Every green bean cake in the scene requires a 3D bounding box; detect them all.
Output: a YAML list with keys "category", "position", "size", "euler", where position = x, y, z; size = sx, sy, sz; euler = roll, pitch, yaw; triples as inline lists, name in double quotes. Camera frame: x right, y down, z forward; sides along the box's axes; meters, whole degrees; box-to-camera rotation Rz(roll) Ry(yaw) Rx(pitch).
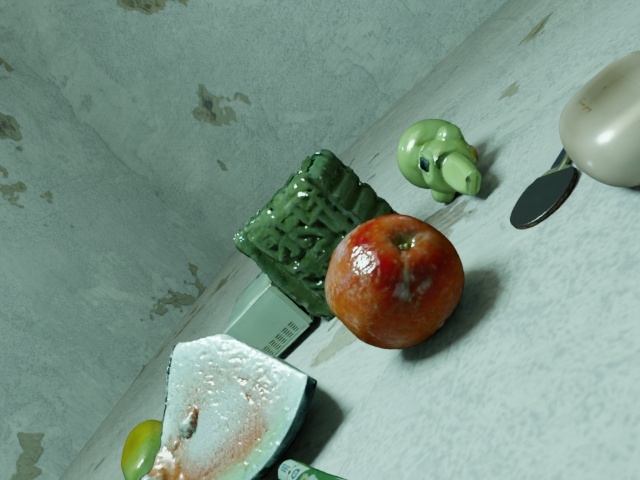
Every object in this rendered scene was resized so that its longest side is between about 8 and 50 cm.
- category: "green bean cake"
  position: [0.000, 0.000, 1.071]
  size: [0.255, 0.241, 0.132]
  euler: [-40, 17, 34]

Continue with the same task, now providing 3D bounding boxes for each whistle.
- category: "whistle"
  position: [0.233, -0.140, 1.067]
  size: [0.141, 0.141, 0.294]
  euler: [-47, 29, 1]

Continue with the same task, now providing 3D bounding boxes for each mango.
- category: "mango"
  position: [-0.376, 0.462, 1.294]
  size: [0.130, 0.092, 0.195]
  euler: [-44, 15, 8]

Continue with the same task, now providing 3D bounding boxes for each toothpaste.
- category: "toothpaste"
  position: [-0.008, 0.274, 0.672]
  size: [0.049, 0.031, 0.204]
  euler: [-52, 13, -23]

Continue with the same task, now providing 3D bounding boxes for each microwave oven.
- category: "microwave oven"
  position: [-0.092, 0.141, 1.234]
  size: [0.163, 0.129, 0.205]
  euler: [-47, 10, 14]

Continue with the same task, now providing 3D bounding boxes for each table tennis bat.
- category: "table tennis bat"
  position: [0.298, -0.076, 0.779]
  size: [0.158, 0.014, 0.095]
  euler: [-53, 11, -20]

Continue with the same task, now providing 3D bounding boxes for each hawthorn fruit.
- category: "hawthorn fruit"
  position: [0.091, 0.050, 0.738]
  size: [0.173, 0.173, 0.173]
  euler: [-45, 10, 11]

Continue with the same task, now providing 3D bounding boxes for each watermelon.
- category: "watermelon"
  position: [-0.128, 0.225, 0.832]
  size: [0.289, 0.214, 0.320]
  euler: [-35, 4, 44]

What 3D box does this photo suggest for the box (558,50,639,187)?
- category: "box"
  position: [0.332, -0.132, 0.642]
  size: [0.146, 0.088, 0.200]
  euler: [-44, 12, 24]
